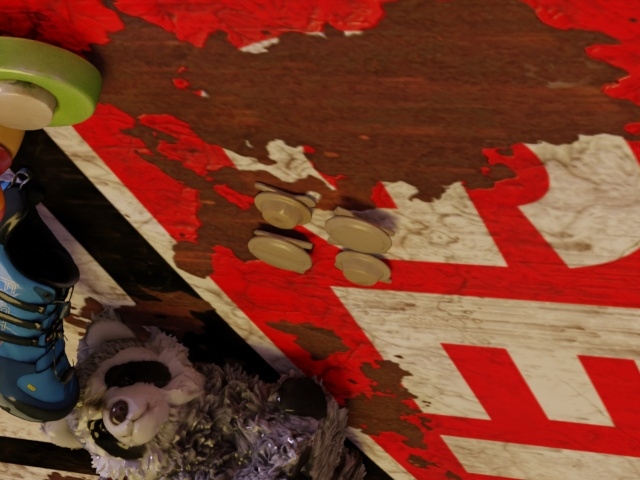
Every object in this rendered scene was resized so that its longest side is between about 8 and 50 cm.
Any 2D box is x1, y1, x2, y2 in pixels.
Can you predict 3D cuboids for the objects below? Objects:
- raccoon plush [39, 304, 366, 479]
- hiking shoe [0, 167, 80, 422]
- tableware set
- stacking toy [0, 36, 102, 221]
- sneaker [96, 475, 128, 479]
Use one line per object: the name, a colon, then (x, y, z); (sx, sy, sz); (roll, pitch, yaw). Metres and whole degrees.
raccoon plush: (-0.139, 0.249, 1.966); (0.299, 0.216, 0.446); (23, 160, 17)
hiking shoe: (-0.301, 0.069, 1.715); (0.132, 0.113, 0.304); (-4, 127, 24)
tableware set: (0.000, 0.000, 1.570); (0.141, 0.020, 0.168); (17, 155, 7)
stacking toy: (-0.348, -0.090, 1.409); (0.309, 0.130, 0.280); (21, 158, -40)
sneaker: (-0.226, 0.290, 1.928); (0.067, 0.118, 0.042); (38, 112, 2)
